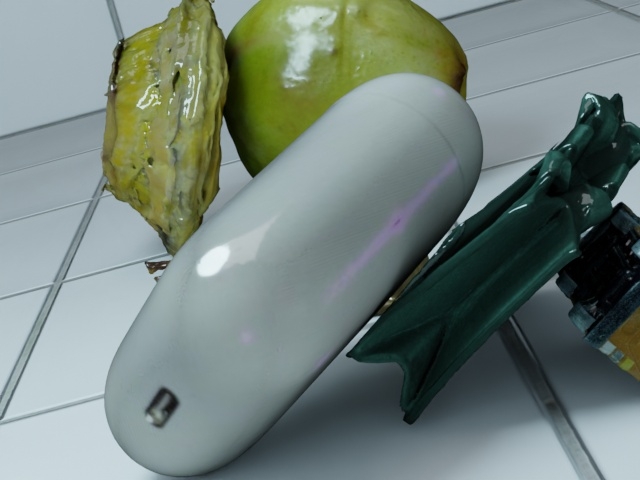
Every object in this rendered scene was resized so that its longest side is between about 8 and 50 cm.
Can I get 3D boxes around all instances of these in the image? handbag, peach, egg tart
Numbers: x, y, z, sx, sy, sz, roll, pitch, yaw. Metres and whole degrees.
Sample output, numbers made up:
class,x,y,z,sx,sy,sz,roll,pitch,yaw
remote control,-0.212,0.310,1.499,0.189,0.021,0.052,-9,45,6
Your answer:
class,x,y,z,sx,sy,sz,roll,pitch,yaw
handbag,0.159,0.001,1.220,0.238,0.089,0.326,-48,-5,30
peach,0.027,-0.182,1.871,0.316,0.281,0.314,5,-14,8
egg tart,-0.201,-0.150,1.864,0.150,0.351,0.352,5,13,-8

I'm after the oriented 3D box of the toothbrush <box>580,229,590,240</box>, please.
class,x,y,z,sx,sy,sz,roll,pitch,yaw
toothbrush,0.362,-0.018,1.426,0.342,0.030,0.025,-11,15,14

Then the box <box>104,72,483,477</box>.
class,x,y,z,sx,sy,sz,roll,pitch,yaw
box,-0.020,0.027,1.183,0.349,0.141,0.288,-45,-6,-39

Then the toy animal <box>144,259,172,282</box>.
class,x,y,z,sx,sy,sz,roll,pitch,yaw
toy animal,-0.091,0.013,1.723,0.275,0.054,0.149,-27,17,-36

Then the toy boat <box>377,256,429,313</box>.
class,x,y,z,sx,sy,sz,roll,pitch,yaw
toy boat,0.014,0.022,1.468,0.188,0.116,0.061,-11,10,4

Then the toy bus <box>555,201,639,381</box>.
class,x,y,z,sx,sy,sz,roll,pitch,yaw
toy bus,0.253,0.043,1.155,0.091,0.103,0.182,-49,9,13
